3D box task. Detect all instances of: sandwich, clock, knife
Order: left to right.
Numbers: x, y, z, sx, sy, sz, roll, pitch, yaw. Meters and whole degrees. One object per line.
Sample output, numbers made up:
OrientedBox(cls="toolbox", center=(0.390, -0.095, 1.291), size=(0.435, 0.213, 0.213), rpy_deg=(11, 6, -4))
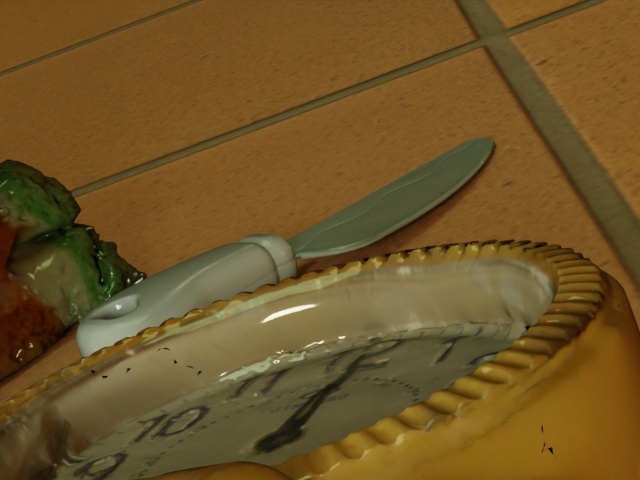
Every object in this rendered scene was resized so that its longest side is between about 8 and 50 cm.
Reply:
OrientedBox(cls="sandwich", center=(-0.284, 0.048, 1.204), size=(0.292, 0.109, 0.212), rpy_deg=(-11, 19, 28))
OrientedBox(cls="clock", center=(-0.017, 0.117, 0.558), size=(0.244, 0.200, 0.317), rpy_deg=(-9, 18, 25))
OrientedBox(cls="knife", center=(0.001, 0.000, 1.147), size=(0.331, 0.044, 0.080), rpy_deg=(-28, 18, -32))
